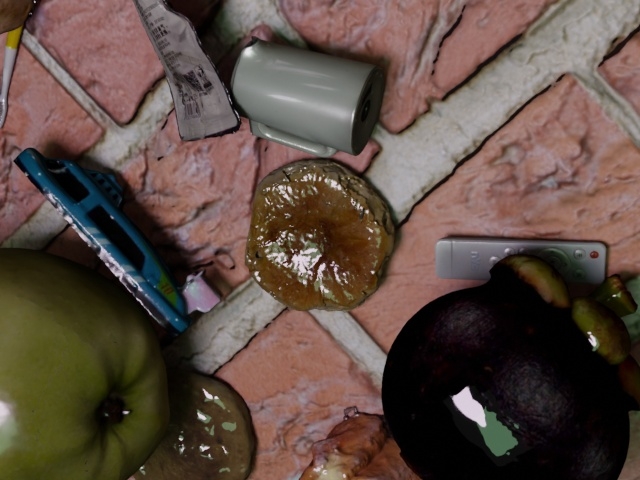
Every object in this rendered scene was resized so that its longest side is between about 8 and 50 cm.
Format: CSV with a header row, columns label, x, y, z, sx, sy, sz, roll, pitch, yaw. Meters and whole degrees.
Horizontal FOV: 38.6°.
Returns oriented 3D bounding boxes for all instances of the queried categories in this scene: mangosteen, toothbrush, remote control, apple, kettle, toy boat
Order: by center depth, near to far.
label,x,y,z,sx,sy,sz,roll,pitch,yaw
mangosteen,0.218,0.151,0.960,0.302,0.275,0.275,-43,94,-5
kettle,-0.013,-0.155,0.996,0.148,0.127,0.098,17,85,16
remote control,0.220,0.020,1.013,0.184,0.027,0.050,2,114,15
toothbrush,-0.375,-0.257,1.116,0.021,0.024,0.288,30,119,10
apple,-0.369,0.173,1.116,0.357,0.357,0.357,8,115,18
toy boat,-0.250,-0.013,1.141,0.092,0.134,0.299,-41,92,-7

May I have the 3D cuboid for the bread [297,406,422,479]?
label,x,y,z,sx,sy,sz,roll,pitch,yaw
bread,0.061,0.343,1.158,0.190,0.123,0.244,-16,104,27

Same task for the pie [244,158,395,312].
label,x,y,z,sx,sy,sz,roll,pitch,yaw
pie,0.000,0.000,1.074,0.195,0.046,0.195,7,115,16

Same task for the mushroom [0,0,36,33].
label,x,y,z,sx,sy,sz,roll,pitch,yaw
mushroom,-0.416,-0.365,1.001,0.156,0.151,0.285,-4,106,25

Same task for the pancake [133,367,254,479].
label,x,y,z,sx,sy,sz,roll,pitch,yaw
pancake,-0.203,0.275,1.268,0.242,0.050,0.242,7,114,17

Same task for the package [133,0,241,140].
label,x,y,z,sx,sy,sz,roll,pitch,yaw
package,-0.167,-0.222,1.004,0.154,0.030,0.239,5,123,61
